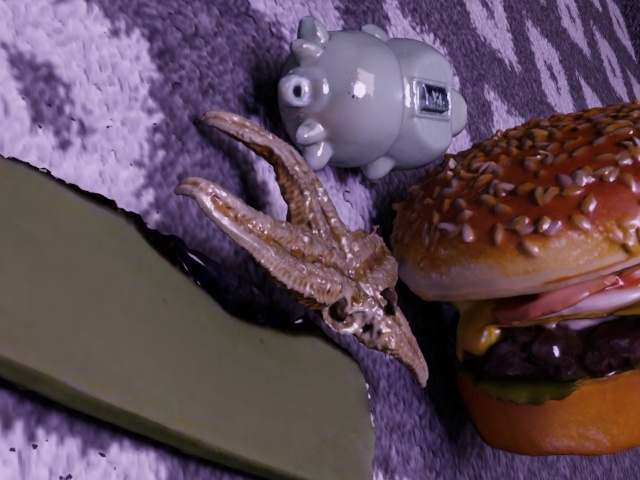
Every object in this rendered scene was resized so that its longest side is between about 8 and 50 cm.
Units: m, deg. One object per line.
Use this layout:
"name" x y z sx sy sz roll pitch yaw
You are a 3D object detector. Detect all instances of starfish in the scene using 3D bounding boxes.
"starfish" 0.001 -0.002 0.579 0.247 0.050 0.138 43 19 -42

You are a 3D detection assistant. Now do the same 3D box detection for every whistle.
"whistle" 0.044 -0.103 0.701 0.106 0.101 0.253 34 22 28

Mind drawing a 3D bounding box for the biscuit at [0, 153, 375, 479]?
"biscuit" -0.069 0.054 0.466 0.322 0.038 0.099 35 45 -46

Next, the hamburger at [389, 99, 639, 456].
"hamburger" 0.197 0.016 0.711 0.291 0.291 0.225 -41 113 -60
